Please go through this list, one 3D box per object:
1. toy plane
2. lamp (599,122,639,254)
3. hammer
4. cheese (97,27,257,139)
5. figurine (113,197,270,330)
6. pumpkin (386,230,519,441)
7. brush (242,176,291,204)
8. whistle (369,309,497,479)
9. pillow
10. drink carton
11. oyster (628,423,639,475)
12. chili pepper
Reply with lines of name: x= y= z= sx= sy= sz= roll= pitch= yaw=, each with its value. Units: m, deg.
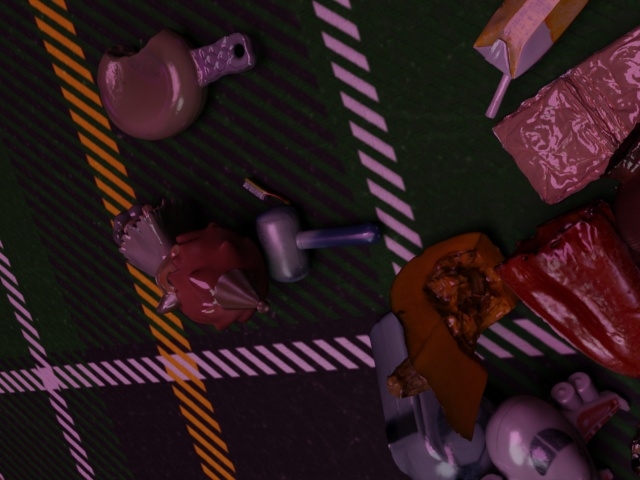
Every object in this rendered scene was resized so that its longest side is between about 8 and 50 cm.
toy plane: x=0.289 y=0.283 z=0.864 sx=0.118 sy=0.252 sz=0.252 roll=19 pitch=122 yaw=61
lamp: x=0.403 y=-0.022 z=0.688 sx=0.258 sy=0.180 sz=0.180 roll=36 pitch=123 yaw=6
hammer: x=0.000 y=0.000 z=1.022 sx=0.194 sy=0.069 sz=0.116 roll=-6 pitch=106 yaw=28
cheese: x=-0.212 y=-0.248 z=1.054 sx=0.286 sy=0.082 sz=0.163 roll=-14 pitch=101 yaw=33
figurine: x=-0.183 y=0.050 z=1.058 sx=0.387 sy=0.166 sz=0.207 roll=29 pitch=160 yaw=44
pumpkin: x=0.147 y=0.114 z=0.872 sx=0.126 sy=0.248 sz=0.131 roll=-12 pitch=121 yaw=43
brush: x=-0.080 y=-0.069 z=1.071 sx=0.083 sy=0.019 sz=0.021 roll=30 pitch=105 yaw=17
whistle: x=0.173 y=0.240 z=0.970 sx=0.163 sy=0.163 sz=0.290 roll=-30 pitch=56 yaw=36
pillow: x=0.312 y=-0.140 z=0.785 sx=0.232 sy=0.043 sz=0.126 roll=-35 pitch=82 yaw=39
drink carton: x=0.227 y=-0.233 z=0.778 sx=0.074 sy=0.084 sz=0.200 roll=43 pitch=120 yaw=7
oyster: x=0.421 y=0.243 z=0.866 sx=0.086 sy=0.029 sz=0.132 roll=-1 pitch=109 yaw=33
chili pepper: x=0.327 y=0.080 z=0.823 sx=0.144 sy=0.136 sz=0.253 roll=-36 pitch=95 yaw=8
